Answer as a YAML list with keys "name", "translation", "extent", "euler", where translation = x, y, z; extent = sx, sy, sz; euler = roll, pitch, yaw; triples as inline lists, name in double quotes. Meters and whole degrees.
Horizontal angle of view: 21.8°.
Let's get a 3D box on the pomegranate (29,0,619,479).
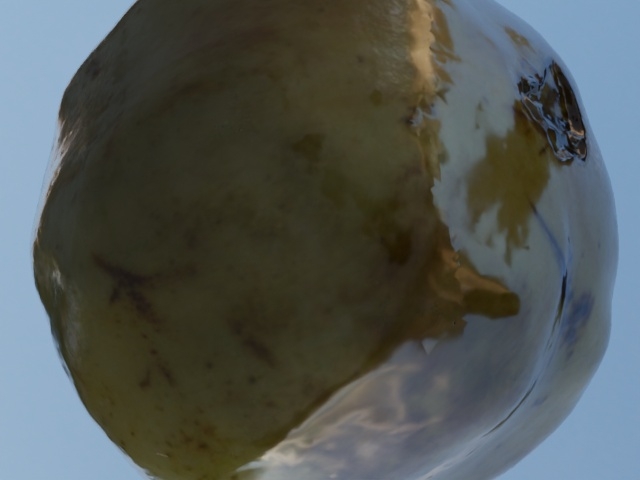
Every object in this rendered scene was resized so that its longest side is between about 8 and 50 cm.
- name: "pomegranate"
  translation: [0.000, 0.000, 0.917]
  extent: [0.332, 0.332, 0.332]
  euler: [-23, -129, 32]
